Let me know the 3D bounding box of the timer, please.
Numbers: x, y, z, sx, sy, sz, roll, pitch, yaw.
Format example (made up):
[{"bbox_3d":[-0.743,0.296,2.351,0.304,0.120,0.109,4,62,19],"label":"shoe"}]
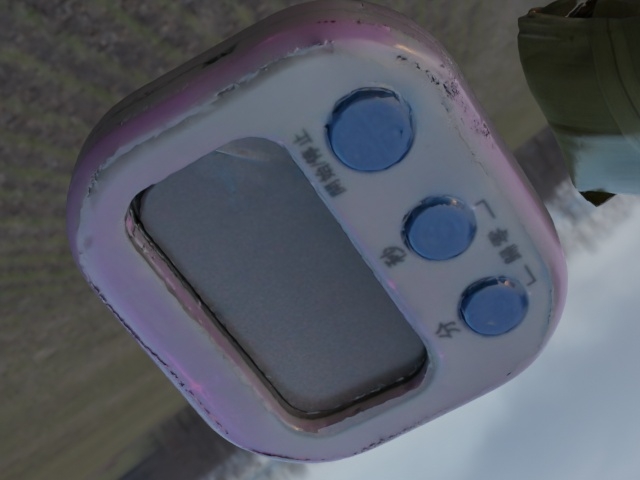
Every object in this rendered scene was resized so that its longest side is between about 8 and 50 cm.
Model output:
[{"bbox_3d":[0.000,0.000,0.618,0.191,0.208,0.069,-28,-151,15],"label":"timer"}]

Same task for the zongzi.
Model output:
[{"bbox_3d":[0.397,-0.189,0.909,0.447,0.181,0.418,-42,-157,-15],"label":"zongzi"}]
